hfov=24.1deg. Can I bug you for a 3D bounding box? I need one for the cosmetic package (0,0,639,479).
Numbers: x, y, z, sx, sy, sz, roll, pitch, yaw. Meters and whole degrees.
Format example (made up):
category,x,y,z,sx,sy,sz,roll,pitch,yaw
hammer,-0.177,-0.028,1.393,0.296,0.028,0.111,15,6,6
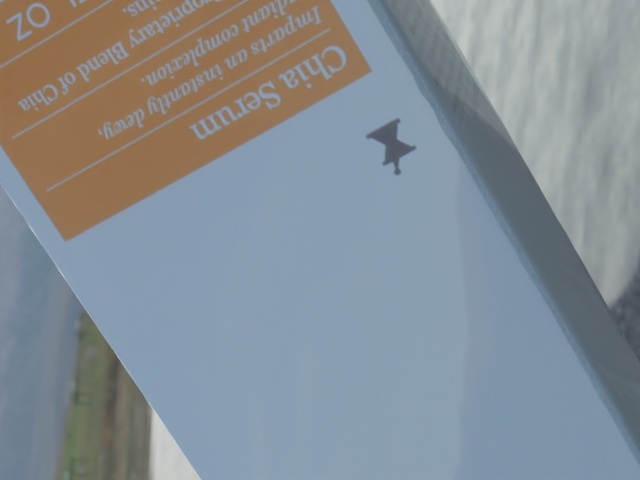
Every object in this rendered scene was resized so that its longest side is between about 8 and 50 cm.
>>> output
category,x,y,z,sx,sy,sz,roll,pitch,yaw
cosmetic package,0.000,0.000,0.847,0.453,0.230,0.161,57,-163,-14
